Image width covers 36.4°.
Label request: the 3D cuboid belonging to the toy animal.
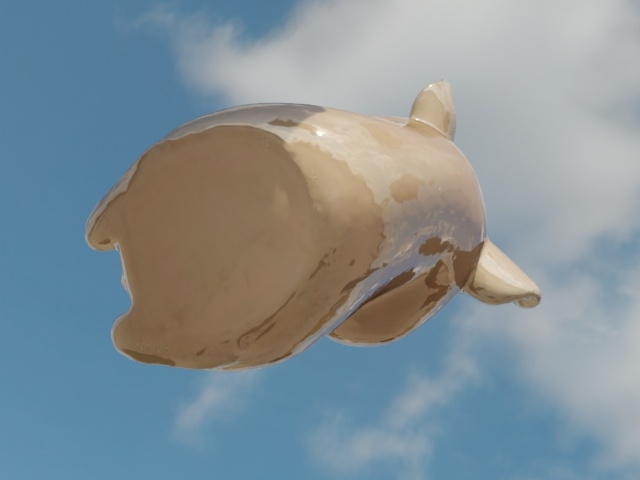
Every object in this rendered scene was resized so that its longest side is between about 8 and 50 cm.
[{"bbox_3d":[0.001,0.000,0.697,0.213,0.256,0.195,-30,-104,32],"label":"toy animal"}]
